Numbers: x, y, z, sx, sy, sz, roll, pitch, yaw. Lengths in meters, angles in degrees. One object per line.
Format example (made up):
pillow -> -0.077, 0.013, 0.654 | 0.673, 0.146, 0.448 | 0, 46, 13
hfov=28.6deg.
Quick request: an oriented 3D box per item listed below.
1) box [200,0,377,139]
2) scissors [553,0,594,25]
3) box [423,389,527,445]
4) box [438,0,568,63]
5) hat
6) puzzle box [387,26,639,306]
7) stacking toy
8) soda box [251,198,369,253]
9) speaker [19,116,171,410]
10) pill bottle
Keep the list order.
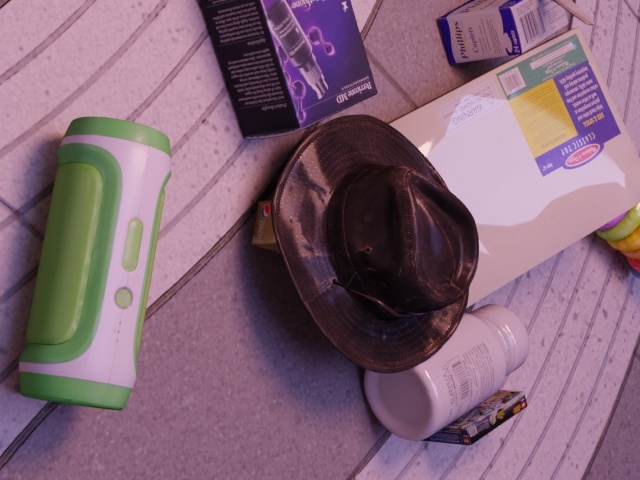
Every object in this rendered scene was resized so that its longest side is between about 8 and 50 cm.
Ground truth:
box -> -0.039, -0.247, 1.546 | 0.153, 0.108, 0.207 | -31, 109, -41
scissors -> 0.307, -0.380, 1.782 | 0.109, 0.297, 0.021 | -26, 134, -31
box -> 0.215, 0.248, 1.774 | 0.137, 0.094, 0.027 | -24, 104, -41
box -> 0.263, -0.316, 1.816 | 0.126, 0.137, 0.072 | -34, 112, -39
hat -> 0.103, -0.005, 1.542 | 0.331, 0.134, 0.331 | 7, 77, -35
puzzle box -> 0.256, -0.095, 1.745 | 0.409, 0.052, 0.272 | -28, 96, -22
stacking toy -> 0.486, -0.053, 2.026 | 0.302, 0.166, 0.175 | 22, 86, -29
soda box -> 0.000, 0.000, 1.602 | 0.181, 0.061, 0.058 | 20, 75, -41
speaker -> -0.237, 0.025, 1.331 | 0.131, 0.131, 0.296 | 18, 76, -42
pill bottle -> 0.179, 0.171, 1.717 | 0.229, 0.131, 0.131 | -23, 104, -42
